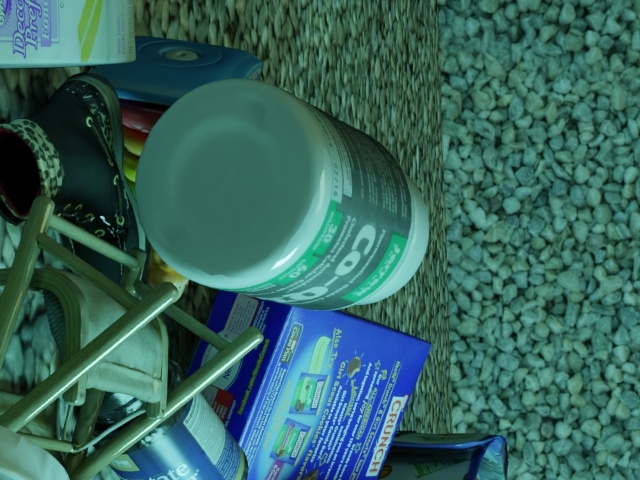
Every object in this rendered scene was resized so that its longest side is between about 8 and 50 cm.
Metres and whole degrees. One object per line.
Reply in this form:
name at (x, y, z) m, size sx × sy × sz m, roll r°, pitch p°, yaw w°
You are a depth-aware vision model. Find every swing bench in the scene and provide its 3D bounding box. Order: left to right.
swing bench at (-0.216, 0.128, 1.461) m, size 0.254 × 0.165 × 0.253 m, roll -56°, pitch 162°, yaw -2°

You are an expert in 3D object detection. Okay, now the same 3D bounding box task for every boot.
boot at (-0.248, -0.028, 1.562) m, size 0.178 × 0.085 × 0.236 m, roll -44°, pitch 132°, yaw -63°

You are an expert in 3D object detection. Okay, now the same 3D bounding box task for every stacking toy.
stacking toy at (-0.160, -0.063, 1.795) m, size 0.175 × 0.166 × 0.302 m, roll -56°, pitch 154°, yaw -64°

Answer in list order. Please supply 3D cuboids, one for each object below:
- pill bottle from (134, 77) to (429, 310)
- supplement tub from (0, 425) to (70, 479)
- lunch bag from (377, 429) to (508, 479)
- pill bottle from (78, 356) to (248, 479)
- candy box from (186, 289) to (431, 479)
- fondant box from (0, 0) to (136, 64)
pill bottle at (-0.023, -0.034, 1.685) m, size 0.361 × 0.204 × 0.204 m, roll 17°, pitch 72°, yaw -66°
supplement tub at (-0.297, 0.293, 1.060) m, size 0.241 × 0.241 × 0.331 m, roll 67°, pitch 27°, yaw -54°
lunch bag at (0.080, 0.392, 2.264) m, size 0.385 × 0.328 × 0.239 m, roll -62°, pitch 146°, yaw -57°
pill bottle at (-0.173, 0.196, 1.699) m, size 0.219 × 0.123 × 0.123 m, roll 58°, pitch 32°, yaw -38°
candy box at (-0.031, 0.204, 1.952) m, size 0.317 × 0.122 × 0.268 m, roll 22°, pitch 89°, yaw -54°
fondant box at (-0.271, -0.273, 1.451) m, size 0.330 × 0.096 × 0.238 m, roll -21°, pitch 110°, yaw -72°
